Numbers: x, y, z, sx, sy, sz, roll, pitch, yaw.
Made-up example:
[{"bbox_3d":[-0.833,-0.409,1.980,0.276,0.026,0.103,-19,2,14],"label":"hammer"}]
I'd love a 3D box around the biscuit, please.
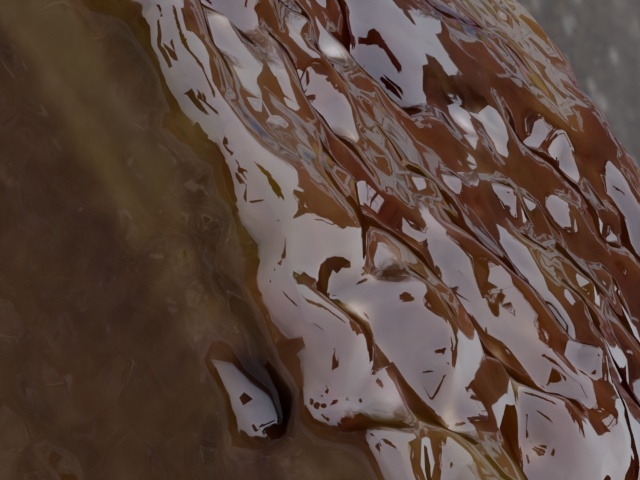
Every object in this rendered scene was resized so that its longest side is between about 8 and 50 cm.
[{"bbox_3d":[0.000,0.000,0.696,0.343,0.166,0.395,56,22,17],"label":"biscuit"}]
